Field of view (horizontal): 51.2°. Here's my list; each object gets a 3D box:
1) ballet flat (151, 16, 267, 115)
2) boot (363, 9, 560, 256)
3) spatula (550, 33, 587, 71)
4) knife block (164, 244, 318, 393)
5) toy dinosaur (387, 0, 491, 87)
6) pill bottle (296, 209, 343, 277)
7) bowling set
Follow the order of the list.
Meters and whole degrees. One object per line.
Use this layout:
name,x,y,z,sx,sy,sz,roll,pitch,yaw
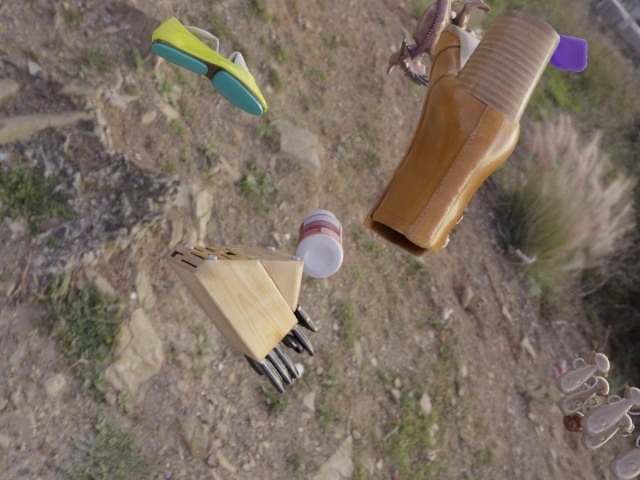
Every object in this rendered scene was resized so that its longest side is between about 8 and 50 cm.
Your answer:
ballet flat,-0.181,-0.310,1.167,0.231,0.077,0.077,30,69,-21
boot,0.112,-0.094,0.640,0.104,0.211,0.295,31,8,-2
spatula,0.459,-0.431,1.513,0.296,0.030,0.084,5,79,3
knife block,-0.120,0.134,1.065,0.276,0.088,0.242,2,101,-44
toy dinosaur,0.227,-0.416,1.361,0.127,0.200,0.296,54,4,9
pill bottle,0.000,0.000,1.250,0.086,0.086,0.152,35,21,-13
bowling set,0.643,0.383,1.534,0.154,0.200,0.287,-30,88,-4
